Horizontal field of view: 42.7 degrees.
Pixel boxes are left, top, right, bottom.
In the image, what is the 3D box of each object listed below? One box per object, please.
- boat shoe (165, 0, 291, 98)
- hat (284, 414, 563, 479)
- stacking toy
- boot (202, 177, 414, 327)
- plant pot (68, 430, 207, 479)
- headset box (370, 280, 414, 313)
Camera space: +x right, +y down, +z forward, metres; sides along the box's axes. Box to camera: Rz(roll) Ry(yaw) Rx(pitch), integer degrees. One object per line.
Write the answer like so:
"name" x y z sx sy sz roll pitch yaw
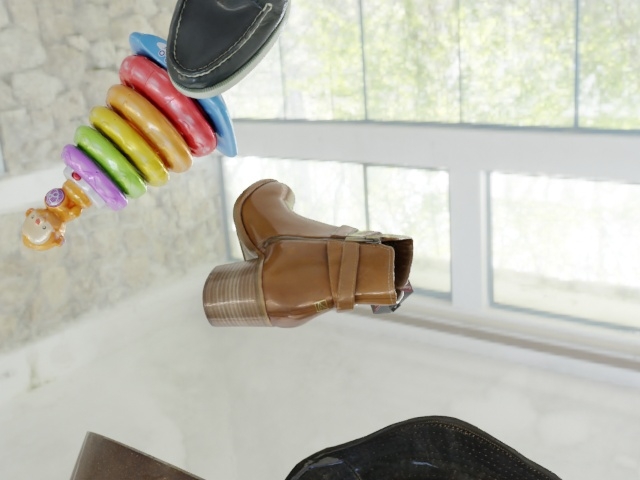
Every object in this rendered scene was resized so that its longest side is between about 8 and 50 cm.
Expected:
"boat shoe" -0.068 -0.311 0.850 0.127 0.340 0.113 34 176 16
"hat" 0.089 0.326 0.734 0.331 0.331 0.134 1 -157 17
"stacking toy" -0.263 -0.102 1.039 0.302 0.175 0.166 -46 165 -13
"boot" 0.000 0.000 0.971 0.220 0.109 0.283 -7 -156 15
"plant pot" -0.153 0.312 0.689 0.215 0.230 0.215 21 160 8
"headset box" 0.088 0.056 1.106 0.032 0.083 0.062 -1 148 -32
